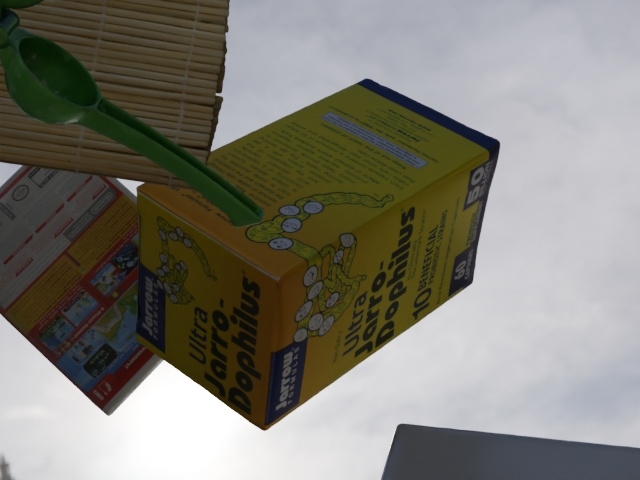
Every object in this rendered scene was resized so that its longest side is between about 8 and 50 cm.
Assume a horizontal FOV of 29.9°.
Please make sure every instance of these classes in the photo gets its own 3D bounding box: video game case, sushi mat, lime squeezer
[{"bbox_3d":[-0.271,0.032,1.374,0.204,0.285,0.025,-46,-15,-11],"label":"video game case"},{"bbox_3d":[-0.224,-0.130,0.847,0.316,0.152,0.019,7,-10,-11],"label":"sushi mat"},{"bbox_3d":[-0.135,-0.128,0.646,0.109,0.059,0.310,-7,-62,24],"label":"lime squeezer"}]

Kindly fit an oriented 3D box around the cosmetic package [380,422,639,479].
[{"bbox_3d":[0.284,0.291,1.008,0.453,0.162,0.230,1,-34,31],"label":"cosmetic package"}]

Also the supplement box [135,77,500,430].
[{"bbox_3d":[0.000,0.000,1.257,0.356,0.195,0.194,-31,-41,-40],"label":"supplement box"}]
